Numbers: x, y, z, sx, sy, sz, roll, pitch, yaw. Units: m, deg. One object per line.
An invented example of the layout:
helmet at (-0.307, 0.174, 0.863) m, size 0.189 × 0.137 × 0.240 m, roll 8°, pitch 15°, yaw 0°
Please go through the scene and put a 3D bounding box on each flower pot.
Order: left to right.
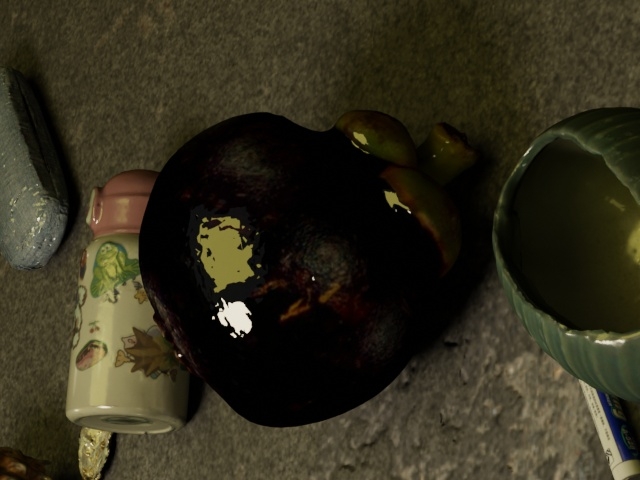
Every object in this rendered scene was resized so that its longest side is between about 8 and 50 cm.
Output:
flower pot at (0.226, 0.011, 1.364) m, size 0.189 × 0.157 × 0.243 m, roll -59°, pitch 41°, yaw 22°

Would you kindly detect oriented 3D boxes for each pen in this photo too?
pen at (0.206, 0.098, 1.466) m, size 0.025 × 0.025 × 0.204 m, roll -43°, pitch 47°, yaw 34°

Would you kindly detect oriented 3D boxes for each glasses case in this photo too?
glasses case at (-0.346, -0.085, 2.192) m, size 0.109 × 0.067 × 0.282 m, roll -54°, pitch 44°, yaw 29°

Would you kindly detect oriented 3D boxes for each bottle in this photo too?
bottle at (-0.181, 0.056, 1.891) m, size 0.120 × 0.120 × 0.253 m, roll -17°, pitch 65°, yaw 48°

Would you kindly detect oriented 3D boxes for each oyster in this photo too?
oyster at (-0.227, 0.216, 1.976) m, size 0.054 × 0.019 × 0.083 m, roll -2°, pitch 74°, yaw 50°

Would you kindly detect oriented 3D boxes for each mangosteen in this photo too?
mangosteen at (0.000, 0.000, 1.606) m, size 0.302 × 0.275 × 0.275 m, roll -33°, pitch 45°, yaw -2°

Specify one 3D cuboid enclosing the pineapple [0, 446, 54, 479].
pineapple at (-0.323, 0.307, 1.955) m, size 0.166 × 0.166 × 0.193 m, roll -43°, pitch 54°, yaw 35°
